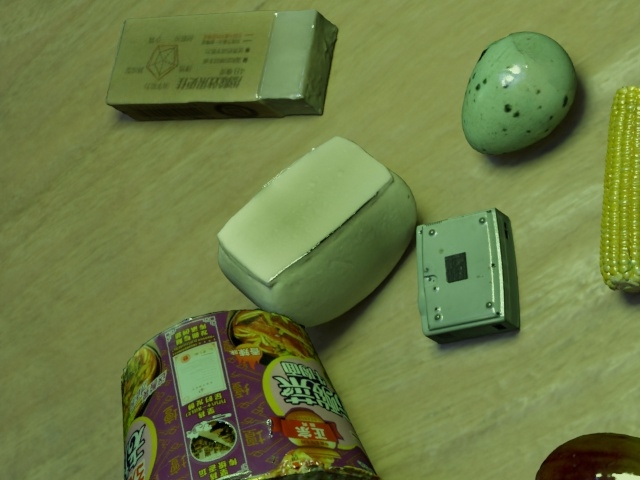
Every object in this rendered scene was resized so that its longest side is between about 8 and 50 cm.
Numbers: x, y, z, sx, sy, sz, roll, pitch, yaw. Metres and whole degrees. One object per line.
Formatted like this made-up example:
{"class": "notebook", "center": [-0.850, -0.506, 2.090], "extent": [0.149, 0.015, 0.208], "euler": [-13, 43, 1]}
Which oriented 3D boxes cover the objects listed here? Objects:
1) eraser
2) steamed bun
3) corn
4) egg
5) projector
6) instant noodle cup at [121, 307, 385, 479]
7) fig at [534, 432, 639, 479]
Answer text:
{"class": "eraser", "center": [-0.146, -0.252, 1.982], "extent": [0.343, 0.078, 0.144], "euler": [3, 75, 31]}
{"class": "steamed bun", "center": [0.000, 0.000, 1.745], "extent": [0.242, 0.164, 0.146], "euler": [-41, 54, -10]}
{"class": "corn", "center": [0.369, -0.061, 1.597], "extent": [0.081, 0.081, 0.248], "euler": [-2, 72, 31]}
{"class": "egg", "center": [0.237, -0.179, 1.690], "extent": [0.164, 0.131, 0.131], "euler": [-45, 56, 14]}
{"class": "projector", "center": [0.178, 0.043, 1.691], "extent": [0.115, 0.061, 0.147], "euler": [-14, 65, 29]}
{"class": "instant noodle cup", "center": [-0.092, 0.255, 1.639], "extent": [0.340, 0.340, 0.266], "euler": [-32, 50, 18]}
{"class": "fig", "center": [0.356, 0.271, 1.440], "extent": [0.274, 0.145, 0.170], "euler": [-25, 62, 39]}
